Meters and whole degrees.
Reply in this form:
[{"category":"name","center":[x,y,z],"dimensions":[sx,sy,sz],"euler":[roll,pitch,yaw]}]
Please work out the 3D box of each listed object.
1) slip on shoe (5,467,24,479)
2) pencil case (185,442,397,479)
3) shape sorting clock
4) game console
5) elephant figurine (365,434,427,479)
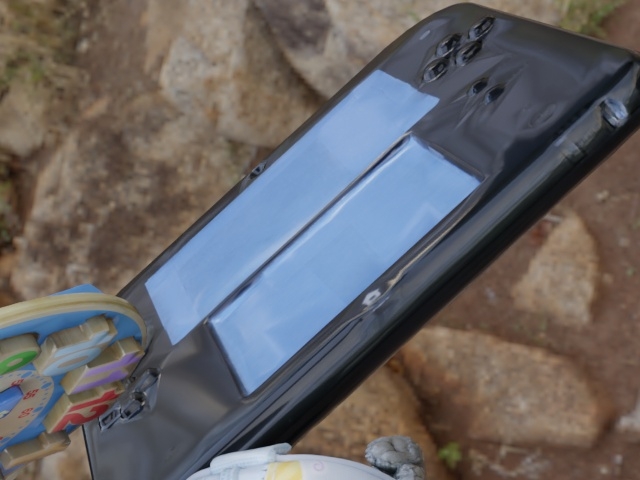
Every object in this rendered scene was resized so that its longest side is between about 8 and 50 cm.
[{"category":"slip on shoe","center":[-0.362,0.205,1.005],"dimensions":[0.123,0.331,0.101],"euler":[37,157,40]},{"category":"pencil case","center":[-0.020,0.220,0.533],"dimensions":[0.113,0.124,0.273],"euler":[-26,43,38]},{"category":"shape sorting clock","center":[-0.166,0.087,0.602],"dimensions":[0.040,0.206,0.206],"euler":[54,146,15]},{"category":"game console","center":[0.000,0.000,0.868],"dimensions":[0.386,0.060,0.342],"euler":[-43,16,0]},{"category":"elephant figurine","center":[-0.018,0.264,1.258],"dimensions":[0.169,0.239,0.186],"euler":[-90,-9,-60]}]
